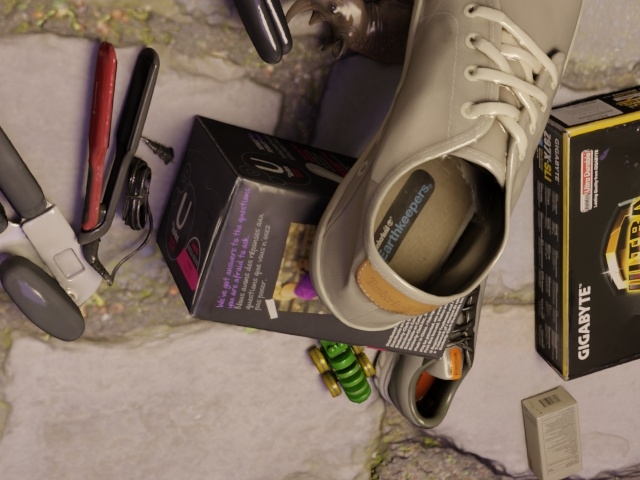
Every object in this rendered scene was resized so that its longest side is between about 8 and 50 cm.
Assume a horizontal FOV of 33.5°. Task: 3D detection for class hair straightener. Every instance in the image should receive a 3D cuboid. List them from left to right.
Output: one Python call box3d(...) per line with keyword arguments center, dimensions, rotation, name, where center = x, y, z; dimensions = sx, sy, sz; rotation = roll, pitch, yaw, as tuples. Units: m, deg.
box3d(center=(-0.173, -0.066, 0.989), dimensions=(0.089, 0.047, 0.230), rotation=(0, 109, -29), name="hair straightener")

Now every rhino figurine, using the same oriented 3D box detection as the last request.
box3d(center=(0.084, -0.220, 0.999), dimensions=(0.243, 0.073, 0.106), rotation=(-10, 116, -14), name="rhino figurine")

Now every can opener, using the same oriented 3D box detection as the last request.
box3d(center=(-0.280, -0.026, 0.947), dimensions=(0.076, 0.095, 0.283), rotation=(-29, 129, -5), name="can opener")
box3d(center=(-0.071, -0.240, 0.911), dimensions=(0.073, 0.059, 0.186), rotation=(-12, 120, 36), name="can opener")

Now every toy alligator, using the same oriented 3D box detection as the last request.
box3d(center=(0.019, 0.121, 1.163), dimensions=(0.056, 0.051, 0.190), rotation=(-29, 122, -5), name="toy alligator")

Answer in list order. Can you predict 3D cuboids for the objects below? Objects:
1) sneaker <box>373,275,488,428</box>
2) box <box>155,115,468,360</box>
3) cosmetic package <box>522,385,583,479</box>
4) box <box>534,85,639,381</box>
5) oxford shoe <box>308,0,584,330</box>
box3d(center=(0.139, 0.082, 1.157), dimensions=(0.100, 0.108, 0.272), rotation=(5, 113, -21), name="sneaker")
box3d(center=(0.000, 0.000, 1.025), dimensions=(0.270, 0.165, 0.143), rotation=(13, 109, -26), name="box")
box3d(center=(0.292, 0.246, 1.338), dimensions=(0.060, 0.041, 0.115), rotation=(-18, 121, -12), name="cosmetic package")
box3d(center=(0.374, -0.018, 1.212), dimensions=(0.257, 0.079, 0.322), rotation=(-15, 120, -15), name="box")
box3d(center=(0.139, -0.124, 0.905), dimensions=(0.169, 0.130, 0.449), rotation=(31, 79, -22), name="oxford shoe")
